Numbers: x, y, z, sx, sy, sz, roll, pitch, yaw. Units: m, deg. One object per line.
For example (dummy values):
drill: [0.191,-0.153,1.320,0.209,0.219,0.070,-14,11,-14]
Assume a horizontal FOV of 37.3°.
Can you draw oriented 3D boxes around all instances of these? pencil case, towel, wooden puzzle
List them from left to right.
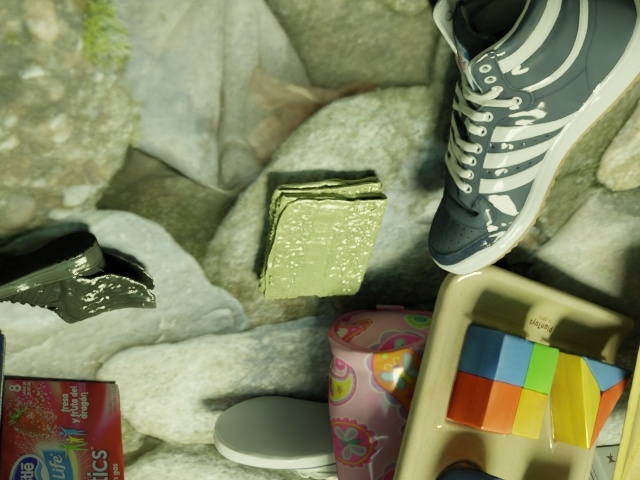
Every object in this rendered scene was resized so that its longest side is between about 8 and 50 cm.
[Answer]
towel: [0.000,0.000,0.892,0.110,0.027,0.148,-2,134,-14]
pencil case: [0.075,0.211,0.991,0.124,0.124,0.284,-9,109,-5]
wooden puzzle: [0.208,0.221,0.972,0.322,0.080,0.348,19,88,-42]

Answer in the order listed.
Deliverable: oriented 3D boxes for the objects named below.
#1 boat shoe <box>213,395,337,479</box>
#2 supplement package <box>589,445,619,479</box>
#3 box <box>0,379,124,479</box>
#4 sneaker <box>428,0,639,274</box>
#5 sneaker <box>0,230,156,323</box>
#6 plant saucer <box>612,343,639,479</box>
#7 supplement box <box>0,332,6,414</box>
boat shoe: [0.001,0.237,1.086,0.258,0.095,0.084,4,129,-16]
supplement package: [0.467,0.438,1.331,0.199,0.198,0.262,-2,135,-11]
box: [-0.264,0.278,0.943,0.123,0.257,0.128,5,133,-21]
sneaker: [0.132,-0.098,0.771,0.153,0.099,0.282,14,123,-32]
sneaker: [-0.242,0.046,0.861,0.170,0.051,0.089,-17,132,-1]
plant saucer: [0.495,0.167,1.066,0.333,0.081,0.333,-7,134,1]
supplement box: [-0.484,0.203,0.857,0.356,0.195,0.194,7,133,-20]
